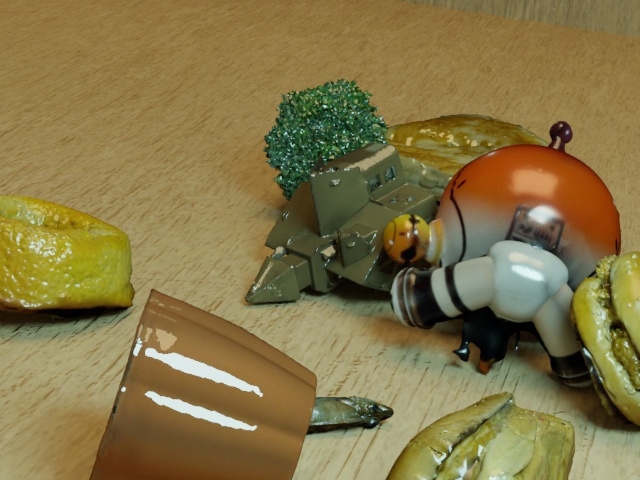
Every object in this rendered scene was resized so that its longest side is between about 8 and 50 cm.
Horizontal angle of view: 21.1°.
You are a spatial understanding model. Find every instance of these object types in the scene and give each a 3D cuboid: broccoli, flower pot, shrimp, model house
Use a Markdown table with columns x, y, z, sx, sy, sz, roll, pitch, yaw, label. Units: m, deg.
| x | y | z | sx | sy | sz | roll | pitch | yaw | label |
| --- | --- | --- | --- | --- | --- | --- | --- | --- | --- |
| 0.011 | -0.122 | 2.396 | 0.220 | 0.194 | 0.194 | 44 | 16 | -10 | broccoli |
| -0.102 | 0.160 | 1.540 | 0.173 | 0.190 | 0.190 | 20 | 19 | -3 | flower pot |
| -0.032 | 0.159 | 1.760 | 0.195 | 0.035 | 0.148 | -2 | 18 | -19 | shrimp |
| 0.000 | 0.000 | 2.071 | 0.248 | 0.176 | 0.181 | -32 | 35 | -34 | model house |

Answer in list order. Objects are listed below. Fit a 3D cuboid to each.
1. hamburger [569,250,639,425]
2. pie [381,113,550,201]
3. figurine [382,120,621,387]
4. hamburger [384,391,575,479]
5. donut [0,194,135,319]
| x | y | z | sx | sy | sz | roll | pitch | yaw | label |
| --- | --- | --- | --- | --- | --- | --- | --- | --- | --- |
| 0.348 | 0.096 | 1.814 | 0.118 | 0.182 | 0.191 | -26 | 20 | 23 | hamburger |
| 0.224 | -0.113 | 2.571 | 0.339 | 0.077 | 0.339 | 5 | 23 | -2 | pie |
| 0.237 | 0.008 | 1.987 | 0.320 | 0.196 | 0.323 | 20 | 35 | 0 | figurine |
| 0.139 | 0.203 | 1.536 | 0.124 | 0.131 | 0.262 | 14 | 16 | 22 | hamburger |
| -0.330 | 0.021 | 1.955 | 0.253 | 0.118 | 0.253 | 14 | 6 | -2 | donut |
